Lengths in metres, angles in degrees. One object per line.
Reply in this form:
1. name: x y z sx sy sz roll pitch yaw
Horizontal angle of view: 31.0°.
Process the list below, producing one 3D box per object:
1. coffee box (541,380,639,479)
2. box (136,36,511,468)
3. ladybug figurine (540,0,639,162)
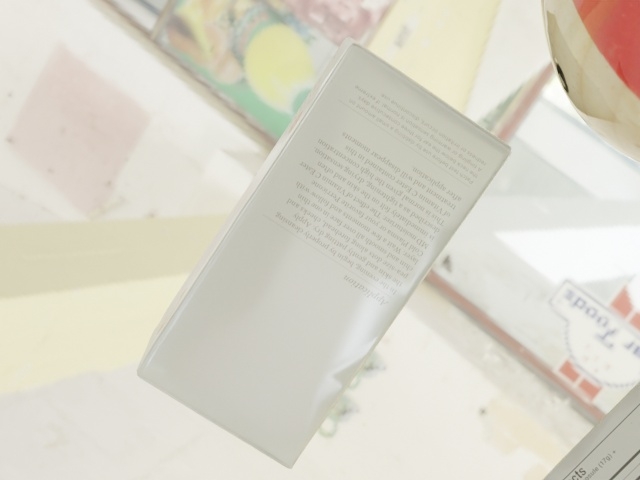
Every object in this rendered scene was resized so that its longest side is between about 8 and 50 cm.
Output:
1. coffee box: 0.402 0.237 0.772 0.337 0.338 0.334 42 -177 -31
2. box: 0.000 0.000 1.081 0.168 0.345 0.215 33 -170 -6
3. ladybug figurine: 0.290 -0.184 0.622 0.305 0.449 0.162 38 -135 -1
